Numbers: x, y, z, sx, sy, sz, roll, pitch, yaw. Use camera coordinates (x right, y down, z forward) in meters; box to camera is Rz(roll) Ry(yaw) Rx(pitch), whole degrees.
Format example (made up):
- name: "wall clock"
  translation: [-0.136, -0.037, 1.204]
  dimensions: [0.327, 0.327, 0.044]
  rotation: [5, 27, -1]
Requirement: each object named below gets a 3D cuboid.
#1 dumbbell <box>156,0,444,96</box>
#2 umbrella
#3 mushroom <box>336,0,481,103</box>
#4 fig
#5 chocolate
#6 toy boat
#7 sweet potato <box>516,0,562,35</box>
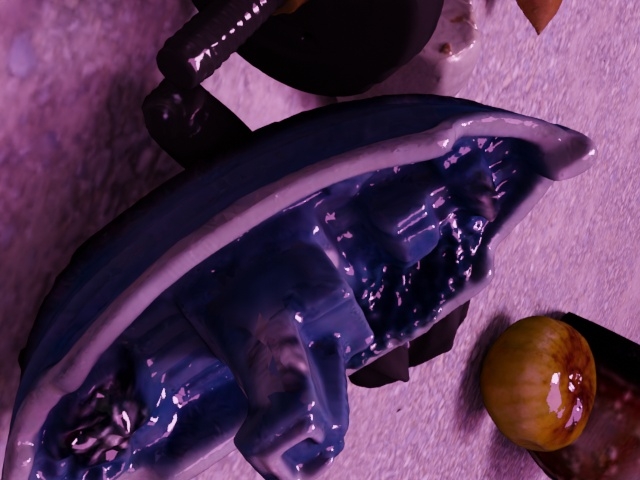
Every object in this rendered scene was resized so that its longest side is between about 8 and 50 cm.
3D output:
- name: "dumbbell"
  translation: [0.028, -0.176, 0.500]
  dimensions: [0.325, 0.143, 0.143]
  rotation: [-51, 146, -31]
- name: "umbrella"
  translation: [0.000, 0.000, 0.611]
  dimensions: [0.118, 0.118, 0.340]
  rotation: [-63, 149, -12]
- name: "mushroom"
  translation: [0.055, -0.086, 0.666]
  dimensions: [0.223, 0.092, 0.081]
  rotation: [80, 17, -59]
- name: "fig"
  translation: [0.230, 0.152, 1.091]
  dimensions: [0.136, 0.121, 0.153]
  rotation: [-30, 133, -44]
- name: "chocolate"
  translation: [0.366, 0.228, 1.288]
  dimensions: [0.210, 0.225, 0.340]
  rotation: [-62, 152, 3]
- name: "toy boat"
  translation: [-0.012, 0.033, 0.464]
  dimensions: [0.309, 0.142, 0.129]
  rotation: [-33, 137, -4]
- name: "sweet potato"
  translation: [0.173, -0.264, 0.797]
  dimensions: [0.068, 0.060, 0.206]
  rotation: [-100, -165, -67]
